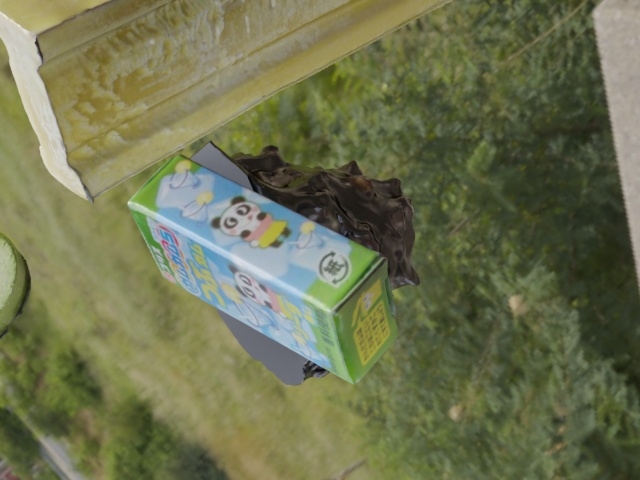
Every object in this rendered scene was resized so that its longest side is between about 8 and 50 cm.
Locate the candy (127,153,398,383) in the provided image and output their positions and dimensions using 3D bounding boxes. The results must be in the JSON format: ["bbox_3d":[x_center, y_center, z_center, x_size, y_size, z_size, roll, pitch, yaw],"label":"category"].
[{"bbox_3d":[-0.041,0.019,0.690,0.194,0.062,0.097,26,152,28],"label":"candy"}]

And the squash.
[{"bbox_3d":[-0.517,0.076,1.328,0.219,0.219,0.041,32,160,29],"label":"squash"}]

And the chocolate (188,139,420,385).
[{"bbox_3d":[0.000,0.000,0.877,0.206,0.177,0.224,-22,90,64],"label":"chocolate"}]

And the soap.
[{"bbox_3d":[-0.020,-0.114,0.438,0.037,0.252,0.092,39,150,31],"label":"soap"}]
